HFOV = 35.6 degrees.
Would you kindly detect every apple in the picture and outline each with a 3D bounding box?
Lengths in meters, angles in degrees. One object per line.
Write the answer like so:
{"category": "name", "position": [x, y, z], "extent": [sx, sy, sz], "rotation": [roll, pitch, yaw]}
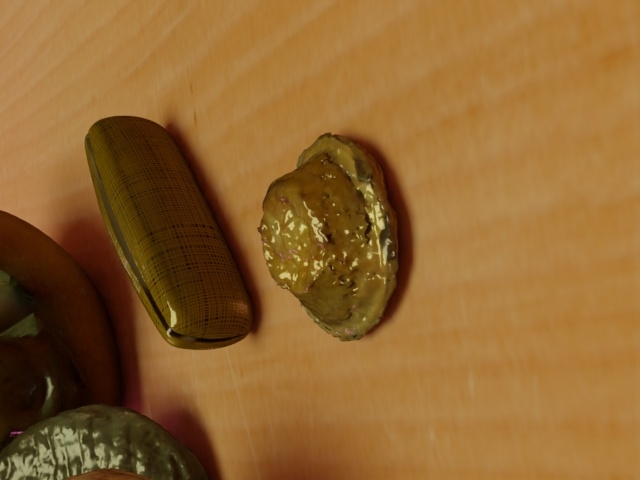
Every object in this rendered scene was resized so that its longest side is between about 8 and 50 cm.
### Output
{"category": "apple", "position": [-0.364, 0.142, 0.986], "extent": [0.384, 0.374, 0.374], "rotation": [56, 149, -8]}

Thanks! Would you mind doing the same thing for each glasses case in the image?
{"category": "glasses case", "position": [-0.122, -0.013, 0.768], "extent": [0.064, 0.079, 0.234], "rotation": [-59, 45, 34]}

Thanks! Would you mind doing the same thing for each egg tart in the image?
{"category": "egg tart", "position": [0.000, 0.000, 0.595], "extent": [0.129, 0.049, 0.128], "rotation": [18, 111, 57]}

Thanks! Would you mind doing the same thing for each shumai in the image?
{"category": "shumai", "position": [-0.181, 0.265, 0.880], "extent": [0.272, 0.204, 0.222], "rotation": [-30, 72, 18]}

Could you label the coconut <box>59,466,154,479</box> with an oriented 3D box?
{"category": "coconut", "position": [-0.098, 0.293, 0.589], "extent": [0.329, 0.329, 0.328], "rotation": [12, 105, 58]}
